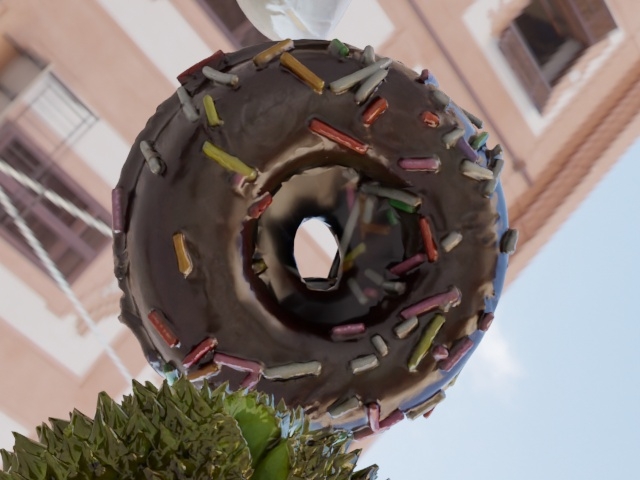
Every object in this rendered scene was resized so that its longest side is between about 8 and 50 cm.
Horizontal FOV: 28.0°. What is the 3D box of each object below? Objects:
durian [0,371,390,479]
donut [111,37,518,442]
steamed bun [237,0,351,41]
[{"bbox_3d":[-0.029,0.134,0.360,0.159,0.198,0.146,-31,-179,-24],"label":"durian"},{"bbox_3d":[0.000,0.000,0.802,0.270,0.269,0.103,-52,-165,-10],"label":"donut"},{"bbox_3d":[-0.008,-0.276,1.083,0.228,0.130,0.177,-60,-174,48],"label":"steamed bun"}]
